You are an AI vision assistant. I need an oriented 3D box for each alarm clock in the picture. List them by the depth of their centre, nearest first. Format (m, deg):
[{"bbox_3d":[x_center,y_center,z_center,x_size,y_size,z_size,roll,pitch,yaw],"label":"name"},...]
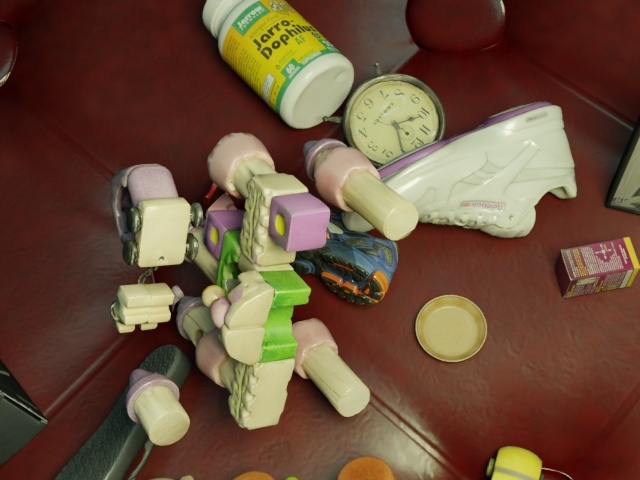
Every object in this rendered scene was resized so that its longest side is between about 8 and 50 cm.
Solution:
[{"bbox_3d":[0.108,-0.132,1.155,0.192,0.064,0.129,41,82,14],"label":"alarm clock"}]

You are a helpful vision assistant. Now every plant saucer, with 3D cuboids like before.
[{"bbox_3d":[0.155,0.106,1.066,0.083,0.015,0.083,-2,64,5],"label":"plant saucer"}]

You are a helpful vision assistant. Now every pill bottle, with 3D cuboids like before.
[{"bbox_3d":[-0.063,-0.255,1.201,0.118,0.117,0.208,-37,67,-12],"label":"pill bottle"}]

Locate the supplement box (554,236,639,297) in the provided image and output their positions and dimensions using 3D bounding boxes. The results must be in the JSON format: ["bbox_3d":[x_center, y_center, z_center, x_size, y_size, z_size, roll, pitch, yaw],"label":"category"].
[{"bbox_3d":[0.327,0.033,1.064,0.083,0.055,0.043,-10,63,0],"label":"supplement box"}]

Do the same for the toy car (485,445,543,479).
[{"bbox_3d":[0.158,0.344,0.931,0.225,0.053,0.239,-14,64,-2],"label":"toy car"}]

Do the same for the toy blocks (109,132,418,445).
[{"bbox_3d":[-0.107,0.022,0.948,0.309,0.288,0.260,-4,30,-32],"label":"toy blocks"}]

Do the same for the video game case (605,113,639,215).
[{"bbox_3d":[0.467,-0.084,0.984,0.248,0.275,0.035,15,64,12],"label":"video game case"}]

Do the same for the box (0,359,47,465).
[{"bbox_3d":[-0.431,0.153,1.020,0.108,0.153,0.207,-40,67,-13],"label":"box"}]

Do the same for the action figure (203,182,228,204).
[{"bbox_3d":[-0.115,-0.092,1.177,0.038,0.030,0.115,21,63,9],"label":"action figure"}]

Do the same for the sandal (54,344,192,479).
[{"bbox_3d":[-0.218,0.234,1.006,0.097,0.054,0.254,2,50,52],"label":"sandal"}]

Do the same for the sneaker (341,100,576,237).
[{"bbox_3d":[0.176,-0.056,1.069,0.305,0.114,0.152,-22,95,-12],"label":"sneaker"}]

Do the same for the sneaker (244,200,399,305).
[{"bbox_3d":[0.000,0.000,1.105,0.221,0.083,0.087,30,49,19],"label":"sneaker"}]

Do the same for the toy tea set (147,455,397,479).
[{"bbox_3d":[-0.060,0.341,0.936,0.336,0.124,0.200,-10,35,7],"label":"toy tea set"}]
